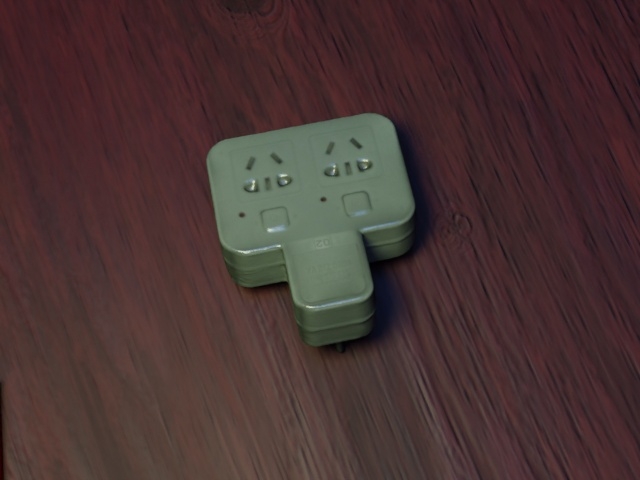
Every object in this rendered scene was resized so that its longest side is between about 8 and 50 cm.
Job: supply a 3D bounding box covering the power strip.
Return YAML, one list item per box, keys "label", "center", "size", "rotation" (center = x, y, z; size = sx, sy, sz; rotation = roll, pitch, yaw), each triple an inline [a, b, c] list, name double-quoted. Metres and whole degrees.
- label: "power strip"
  center: [0.000, 0.000, 1.813]
  size: [0.229, 0.141, 0.261]
  rotation: [-12, 58, -1]

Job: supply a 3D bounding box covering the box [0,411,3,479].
- label: "box"
  center: [-0.491, 0.237, 1.796]
  size: [0.245, 0.035, 0.139]
  rotation: [-5, 72, 2]
